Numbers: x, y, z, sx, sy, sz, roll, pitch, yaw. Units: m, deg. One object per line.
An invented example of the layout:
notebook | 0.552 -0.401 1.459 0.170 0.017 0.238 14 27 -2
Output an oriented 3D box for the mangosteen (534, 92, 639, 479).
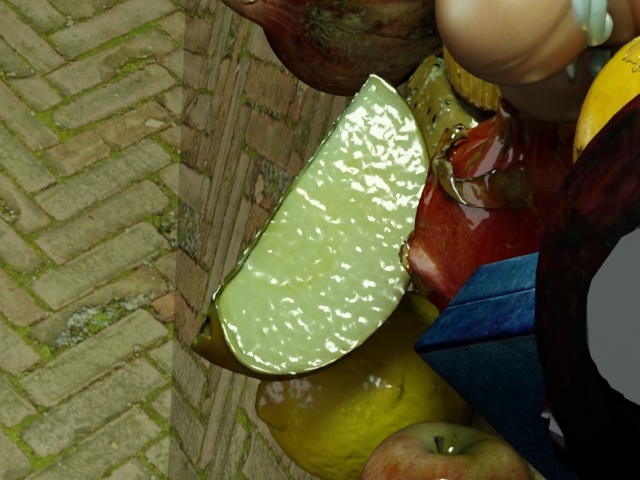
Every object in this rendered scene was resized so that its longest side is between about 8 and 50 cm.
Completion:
mangosteen | 0.320 0.038 0.968 0.421 0.381 0.381 -53 30 39

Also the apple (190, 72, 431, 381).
apple | 0.000 0.000 1.767 0.254 0.179 0.346 26 81 43

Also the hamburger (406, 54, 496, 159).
hamburger | 0.162 -0.065 1.868 0.192 0.168 0.288 -113 39 -62

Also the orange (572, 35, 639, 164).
orange | 0.314 -0.066 1.267 0.246 0.246 0.246 -169 90 -73

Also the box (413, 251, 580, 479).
box | 0.245 0.133 1.297 0.116 0.279 0.261 -50 10 -16

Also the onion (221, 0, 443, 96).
onion | 0.052 -0.363 2.212 0.354 0.354 0.353 -169 90 -73

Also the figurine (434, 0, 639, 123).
figurine | 0.210 -0.314 1.369 0.248 0.277 0.388 -15 77 23

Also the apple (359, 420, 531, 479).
apple | 0.130 0.288 1.734 0.188 0.188 0.173 -122 32 -65

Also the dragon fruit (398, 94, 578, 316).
dragon fruit | 0.205 -0.009 1.604 0.250 0.250 0.315 -99 29 -48

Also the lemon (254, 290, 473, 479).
lemon | 0.054 0.168 1.905 0.233 0.288 0.233 23 117 55

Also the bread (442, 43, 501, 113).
bread | 0.223 -0.203 1.753 0.199 0.199 0.104 -103 11 -52
